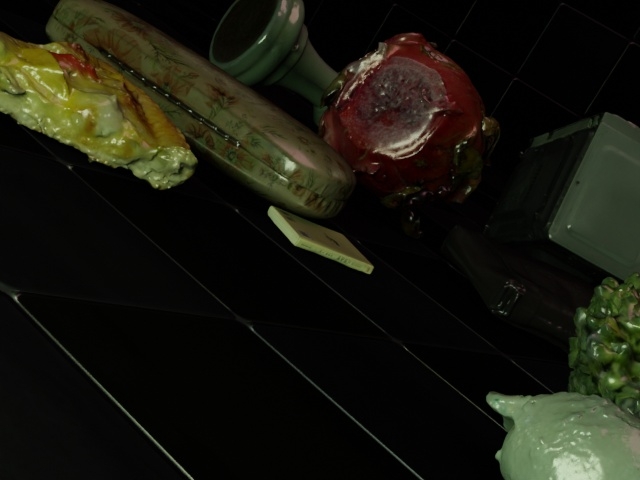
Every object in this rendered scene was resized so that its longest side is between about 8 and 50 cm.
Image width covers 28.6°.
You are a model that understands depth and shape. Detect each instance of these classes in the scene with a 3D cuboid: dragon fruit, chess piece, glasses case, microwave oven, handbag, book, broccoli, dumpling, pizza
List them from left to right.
[{"bbox_3d":[-0.257,-0.148,1.185,0.280,0.075,0.287,38,13,35],"label":"pizza"},{"bbox_3d":[-0.143,-0.160,1.470,0.425,0.098,0.156,35,9,17],"label":"glasses case"},{"bbox_3d":[-0.028,-0.293,2.177,0.299,0.195,0.194,34,8,-33],"label":"chess piece"},{"bbox_3d":[0.000,0.001,1.373,0.111,0.014,0.077,22,16,-37],"label":"book"},{"bbox_3d":[0.136,-0.158,1.861,0.269,0.250,0.291,40,-1,18],"label":"dragon fruit"},{"bbox_3d":[0.290,0.067,1.678,0.223,0.080,0.247,27,11,-19],"label":"handbag"},{"bbox_3d":[0.385,-0.052,1.888,0.181,0.238,0.295,29,-8,-9],"label":"microwave oven"},{"bbox_3d":[0.217,0.177,0.953,0.152,0.108,0.219,18,20,-47],"label":"dumpling"},{"bbox_3d":[0.371,0.172,1.129,0.334,0.272,0.324,29,49,-46],"label":"broccoli"}]
